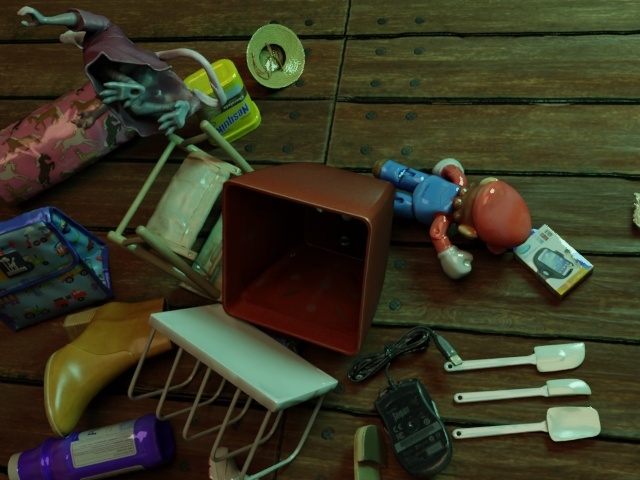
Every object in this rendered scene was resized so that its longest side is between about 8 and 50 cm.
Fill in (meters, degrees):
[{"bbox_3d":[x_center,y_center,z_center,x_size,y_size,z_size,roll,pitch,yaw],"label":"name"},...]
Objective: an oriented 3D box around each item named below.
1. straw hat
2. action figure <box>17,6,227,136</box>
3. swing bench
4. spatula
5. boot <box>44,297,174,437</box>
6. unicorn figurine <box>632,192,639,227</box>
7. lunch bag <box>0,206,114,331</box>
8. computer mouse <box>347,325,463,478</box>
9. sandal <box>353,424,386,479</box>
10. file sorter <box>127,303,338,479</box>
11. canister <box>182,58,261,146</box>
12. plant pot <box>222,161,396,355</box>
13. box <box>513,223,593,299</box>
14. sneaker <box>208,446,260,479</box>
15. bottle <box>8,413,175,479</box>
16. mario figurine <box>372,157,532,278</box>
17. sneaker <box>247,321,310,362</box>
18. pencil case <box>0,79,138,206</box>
[{"bbox_3d":[-0.111,-0.394,1.847,0.061,0.144,0.144,-5,52,60],"label":"straw hat"},{"bbox_3d":[-0.392,-0.360,1.633,0.276,0.248,0.370,-29,45,-12],"label":"action figure"},{"bbox_3d":[-0.217,-0.045,1.622,0.165,0.255,0.253,-5,53,56],"label":"swing bench"},{"bbox_3d":[0.336,0.262,1.438,0.242,0.019,0.168,-7,63,10],"label":"spatula"},{"bbox_3d":[-0.375,0.216,1.548,0.211,0.104,0.295,-10,40,4],"label":"boot"},{"bbox_3d":[0.633,-0.034,1.501,0.162,0.060,0.111,5,65,34],"label":"unicorn figurine"},{"bbox_3d":[-0.559,0.031,1.610,0.221,0.293,0.138,-19,61,4],"label":"lunch bag"},{"bbox_3d":[0.178,0.272,1.451,0.184,0.060,0.262,-34,50,0],"label":"computer mouse"},{"bbox_3d":[0.057,0.428,1.404,0.079,0.088,0.240,-23,47,37],"label":"sandal"},{"bbox_3d":[-0.155,0.254,1.441,0.278,0.193,0.173,29,106,26],"label":"file sorter"},{"bbox_3d":[-0.205,-0.283,1.755,0.126,0.170,0.073,-29,61,-2],"label":"canister"},{"bbox_3d":[0.000,0.000,1.501,0.267,0.267,0.236,16,31,20],"label":"plant pot"},{"bbox_3d":[0.412,0.033,1.531,0.081,0.028,0.136,-40,64,-8],"label":"box"},{"bbox_3d":[-0.099,0.446,1.410,0.111,0.103,0.252,-30,67,-7],"label":"sneaker"},{"bbox_3d":[-0.405,0.378,1.499,0.283,0.118,0.092,-14,83,7],"label":"bottle"},{"bbox_3d":[0.240,-0.045,1.582,0.320,0.170,0.198,18,105,32],"label":"mario figurine"},{"bbox_3d":[-0.077,0.189,1.548,0.084,0.058,0.152,-36,66,1],"label":"sneaker"},{"bbox_3d":[-0.546,-0.231,1.821,0.386,0.167,0.160,-30,28,-3],"label":"pencil case"}]
